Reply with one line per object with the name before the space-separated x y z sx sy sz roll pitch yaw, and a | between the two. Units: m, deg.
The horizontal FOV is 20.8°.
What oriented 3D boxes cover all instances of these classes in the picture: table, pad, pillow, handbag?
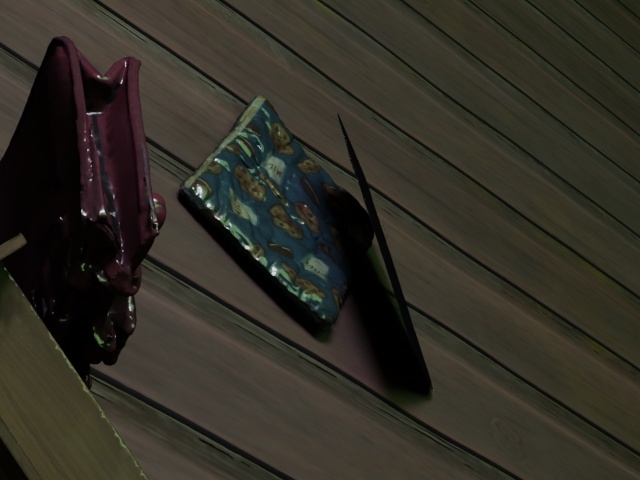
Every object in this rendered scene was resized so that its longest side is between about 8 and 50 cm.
table | -0.187 0.135 1.044 0.226 0.167 0.167 57 25 -4
pad | 0.020 -0.010 1.574 0.323 0.055 0.250 29 39 -55
pillow | -0.031 -0.028 1.644 0.189 0.034 0.255 47 24 -9
handbag | -0.168 -0.004 1.180 0.074 0.203 0.216 9 40 -24
